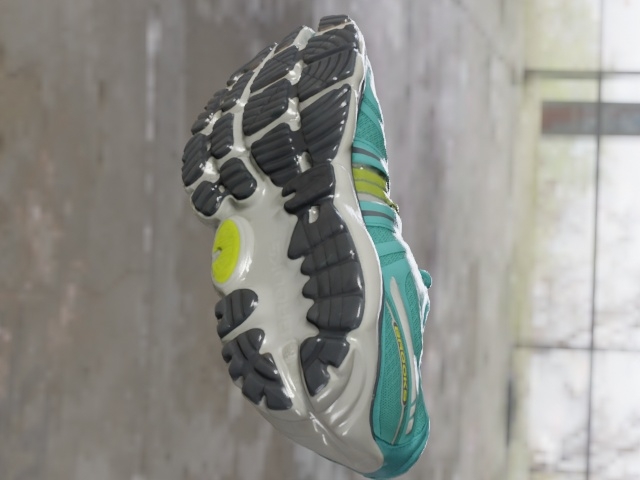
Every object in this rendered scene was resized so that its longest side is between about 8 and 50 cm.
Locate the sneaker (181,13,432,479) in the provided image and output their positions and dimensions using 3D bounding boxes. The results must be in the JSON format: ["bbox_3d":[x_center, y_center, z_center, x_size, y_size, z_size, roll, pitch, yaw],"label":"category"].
[{"bbox_3d":[0.000,0.000,0.990,0.110,0.107,0.275,45,30,-41],"label":"sneaker"}]
